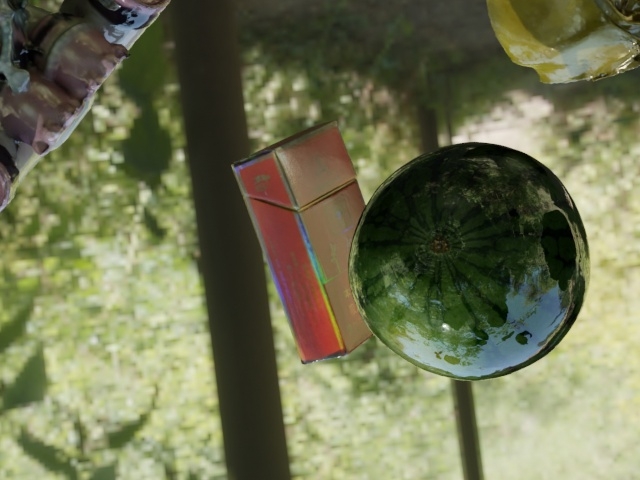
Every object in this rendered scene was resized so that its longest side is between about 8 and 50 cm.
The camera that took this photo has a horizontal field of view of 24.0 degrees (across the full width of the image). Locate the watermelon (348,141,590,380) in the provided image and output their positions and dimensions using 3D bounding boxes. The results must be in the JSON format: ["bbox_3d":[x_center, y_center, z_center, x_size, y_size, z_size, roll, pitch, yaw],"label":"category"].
[{"bbox_3d":[0.090,0.016,0.895,0.141,0.140,0.187,-8,168,11],"label":"watermelon"}]

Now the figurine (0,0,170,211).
[{"bbox_3d":[-0.320,-0.192,1.130,0.361,0.253,0.211,41,154,-19],"label":"figurine"}]

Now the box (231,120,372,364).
[{"bbox_3d":[0.001,0.000,1.226,0.048,0.175,0.112,-15,-170,32],"label":"box"}]

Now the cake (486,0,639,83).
[{"bbox_3d":[0.156,-0.181,0.967,0.116,0.185,0.080,9,-153,43],"label":"cake"}]
